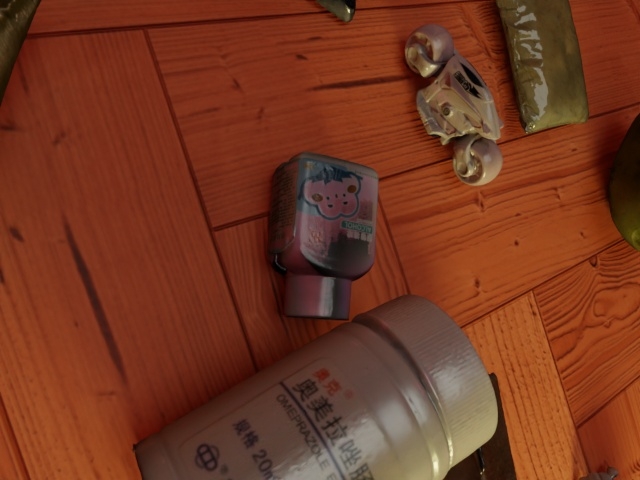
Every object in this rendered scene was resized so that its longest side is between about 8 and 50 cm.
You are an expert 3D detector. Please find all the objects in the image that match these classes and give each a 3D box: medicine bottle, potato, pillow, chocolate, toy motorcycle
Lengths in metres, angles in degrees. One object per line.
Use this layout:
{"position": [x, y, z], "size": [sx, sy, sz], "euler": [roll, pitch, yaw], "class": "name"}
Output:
{"position": [0.000, 0.000, 0.607], "size": [0.119, 0.094, 0.188], "euler": [9, 78, -28], "class": "medicine bottle"}
{"position": [0.646, -0.115, 0.913], "size": [0.215, 0.215, 0.305], "euler": [34, 71, -20], "class": "potato"}
{"position": [0.387, -0.346, 0.880], "size": [0.184, 0.074, 0.303], "euler": [-14, 92, -27], "class": "pillow"}
{"position": [0.005, 0.205, 0.512], "size": [0.332, 0.190, 0.190], "euler": [-26, 95, -24], "class": "medicine bottle"}
{"position": [0.205, 0.326, 0.662], "size": [0.111, 0.111, 0.322], "euler": [-9, 86, -45], "class": "chocolate"}
{"position": [0.207, -0.205, 0.742], "size": [0.112, 0.112, 0.255], "euler": [-26, 94, -29], "class": "toy motorcycle"}

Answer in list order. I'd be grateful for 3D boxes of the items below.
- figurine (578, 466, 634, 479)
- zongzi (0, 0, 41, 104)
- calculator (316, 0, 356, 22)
{"position": [0.476, 0.425, 0.825], "size": [0.086, 0.082, 0.095], "euler": [9, 104, -43], "class": "figurine"}
{"position": [-0.412, -0.118, 0.362], "size": [0.322, 0.160, 0.361], "euler": [20, 74, -26], "class": "zongzi"}
{"position": [-0.021, -0.445, 0.697], "size": [0.268, 0.040, 0.177], "euler": [38, 65, -14], "class": "calculator"}
